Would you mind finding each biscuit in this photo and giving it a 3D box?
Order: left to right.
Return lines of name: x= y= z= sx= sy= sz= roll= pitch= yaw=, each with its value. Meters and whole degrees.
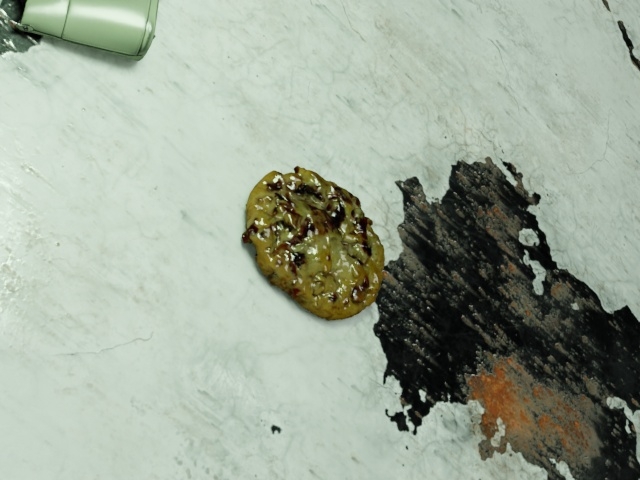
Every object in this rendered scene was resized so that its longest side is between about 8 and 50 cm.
biscuit: x=0.001 y=-0.004 z=1.910 sx=0.334 sy=0.081 sz=0.289 roll=32 pitch=55 yaw=-25

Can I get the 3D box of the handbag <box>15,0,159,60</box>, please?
handbag: x=-0.452 y=-0.457 z=1.768 sx=0.315 sy=0.109 sz=0.241 roll=12 pitch=62 yaw=-19
